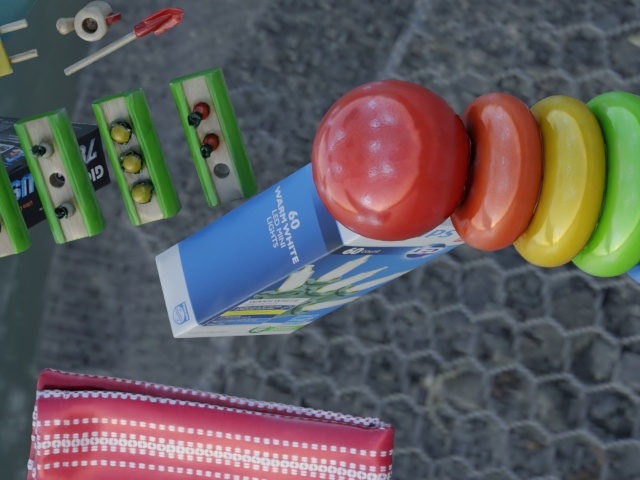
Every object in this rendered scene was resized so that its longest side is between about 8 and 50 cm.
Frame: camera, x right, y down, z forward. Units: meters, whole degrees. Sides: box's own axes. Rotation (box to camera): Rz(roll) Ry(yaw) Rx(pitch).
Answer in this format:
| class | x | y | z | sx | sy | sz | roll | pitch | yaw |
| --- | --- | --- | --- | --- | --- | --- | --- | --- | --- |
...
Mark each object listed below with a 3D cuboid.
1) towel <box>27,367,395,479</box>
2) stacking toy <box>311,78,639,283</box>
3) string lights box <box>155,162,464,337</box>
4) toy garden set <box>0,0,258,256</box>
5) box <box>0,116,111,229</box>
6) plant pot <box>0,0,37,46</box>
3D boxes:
| class | x | y | z | sx | sy | sz | roll | pitch | yaw |
| --- | --- | --- | --- | --- | --- | --- | --- | --- | --- |
| towel | -0.072 | 0.212 | 0.956 | 0.031 | 0.198 | 0.275 | -75 | -7 | -71 |
| stacking toy | 0.158 | -0.030 | 0.982 | 0.141 | 0.330 | 0.141 | -175 | 90 | -76 |
| string lights box | 0.000 | 0.000 | 1.386 | 0.259 | 0.133 | 0.077 | -29 | 69 | 44 |
| toy garden set | -0.197 | -0.099 | 1.401 | 0.244 | 0.049 | 0.204 | -14 | 107 | 11 |
| box | -0.411 | -0.045 | 1.702 | 0.295 | 0.293 | 0.073 | 7 | 118 | 34 |
| plant pot | -0.300 | -0.314 | 1.610 | 0.234 | 0.165 | 0.166 | -20 | 44 | 61 |
